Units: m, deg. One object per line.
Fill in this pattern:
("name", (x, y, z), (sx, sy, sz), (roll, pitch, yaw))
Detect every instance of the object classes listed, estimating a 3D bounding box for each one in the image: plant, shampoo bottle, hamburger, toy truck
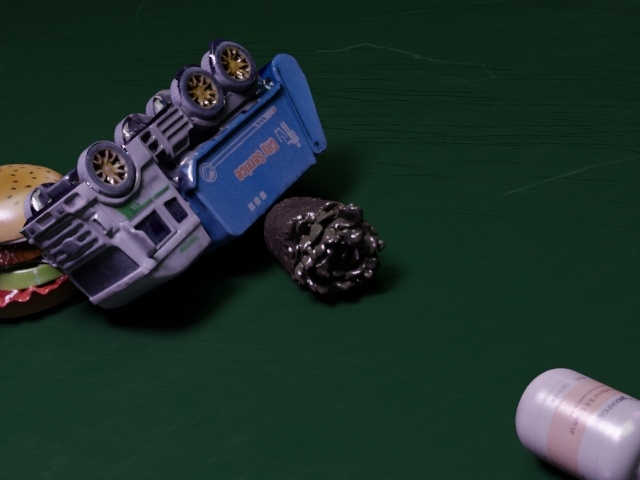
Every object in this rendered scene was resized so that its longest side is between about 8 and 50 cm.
("plant", (0.000, 0.000, 1.203), (0.092, 0.095, 0.143), (-13, 23, -27))
("shampoo bottle", (0.232, 0.156, 0.867), (0.074, 0.074, 0.192), (-30, 35, -30))
("hamburger", (-0.326, -0.010, 1.283), (0.175, 0.137, 0.175), (-7, 27, 3))
("toy truck", (-0.142, -0.079, 1.265), (0.146, 0.175, 0.367), (-29, 12, 47))
